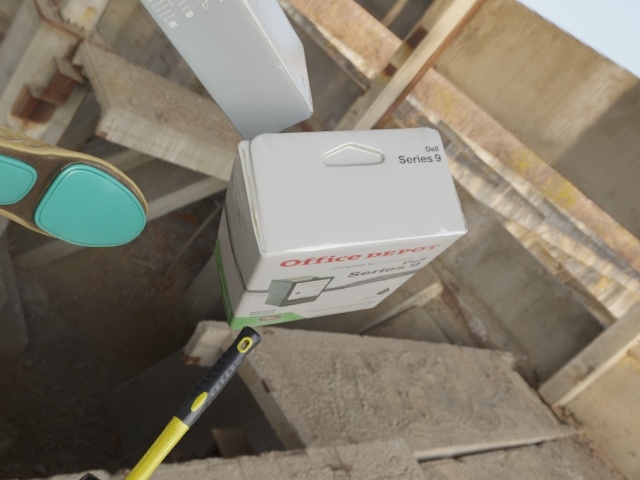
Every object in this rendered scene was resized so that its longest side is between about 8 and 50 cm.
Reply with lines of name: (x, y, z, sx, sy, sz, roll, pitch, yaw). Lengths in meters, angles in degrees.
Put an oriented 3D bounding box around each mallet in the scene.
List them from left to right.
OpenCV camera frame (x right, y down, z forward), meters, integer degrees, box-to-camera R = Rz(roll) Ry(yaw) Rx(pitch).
mallet: (-0.114, 0.134, 0.426, 0.062, 0.039, 0.190, 35, 62, -8)

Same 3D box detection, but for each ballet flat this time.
ballet flat: (-0.222, -0.054, 0.438, 0.073, 0.080, 0.232, 46, 6, 24)

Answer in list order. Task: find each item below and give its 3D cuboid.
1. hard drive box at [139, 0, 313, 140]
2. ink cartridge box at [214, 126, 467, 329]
hard drive box: (-0.104, -0.251, 0.640, 0.232, 0.089, 0.181, 53, 20, -39)
ink cartridge box: (0.000, 0.000, 0.662, 0.211, 0.289, 0.122, -7, 71, -16)
